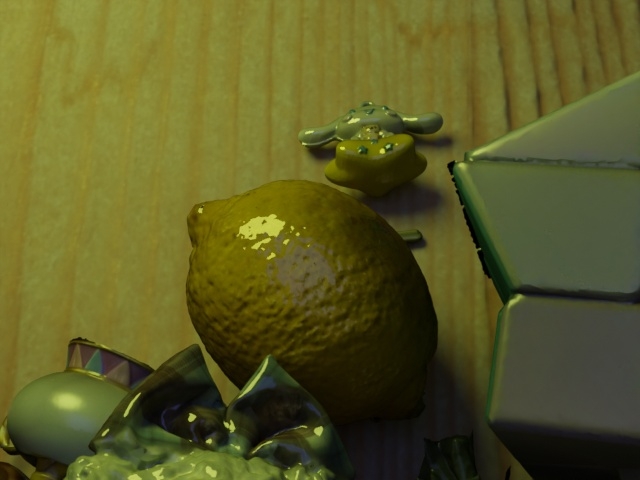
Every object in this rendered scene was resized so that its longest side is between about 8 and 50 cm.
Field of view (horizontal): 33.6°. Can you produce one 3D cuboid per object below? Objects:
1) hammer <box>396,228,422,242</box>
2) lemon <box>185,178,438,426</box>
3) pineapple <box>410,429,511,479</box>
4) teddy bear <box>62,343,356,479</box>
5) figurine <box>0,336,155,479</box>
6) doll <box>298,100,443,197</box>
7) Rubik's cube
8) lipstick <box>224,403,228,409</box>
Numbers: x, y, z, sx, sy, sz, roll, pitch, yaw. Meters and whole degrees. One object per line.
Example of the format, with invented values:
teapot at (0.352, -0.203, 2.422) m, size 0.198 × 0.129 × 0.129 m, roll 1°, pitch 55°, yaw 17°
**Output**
hammer at (0.000, 0.000, 0.987) m, size 0.195 × 0.060 × 0.028 m, roll -8°, pitch 63°, yaw -6°
lemon at (-0.006, 0.053, 0.882) m, size 0.257 × 0.188 × 0.188 m, roll 41°, pitch 71°, yaw -2°
pineapple at (0.154, 0.242, 0.776) m, size 0.128 × 0.128 × 0.248 m, roll -31°, pitch 40°, yaw -12°
teddy bear at (-0.108, 0.325, 0.728) m, size 0.327 × 0.375 × 0.362 m, roll 12°, pitch 29°, yaw -5°
figurine at (-0.217, 0.216, 0.843) m, size 0.189 × 0.142 × 0.263 m, roll 5°, pitch 61°, yaw 41°
doll at (0.058, -0.095, 1.031) m, size 0.135 × 0.071 × 0.113 m, roll -23°, pitch 46°, yaw -15°
Rubik's cube at (0.284, 0.041, 0.775) m, size 0.368 × 0.387 × 0.358 m, roll 4°, pitch 73°, yaw 17°
lipstick at (-0.120, 0.181, 0.916) m, size 0.025 × 0.025 × 0.107 m, roll 35°, pitch 76°, yaw 19°
